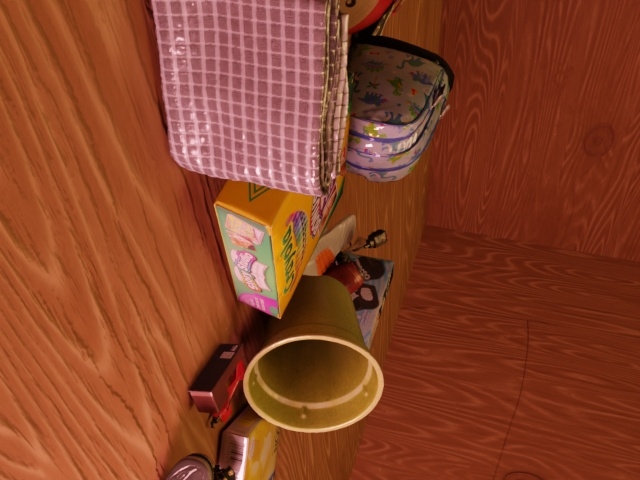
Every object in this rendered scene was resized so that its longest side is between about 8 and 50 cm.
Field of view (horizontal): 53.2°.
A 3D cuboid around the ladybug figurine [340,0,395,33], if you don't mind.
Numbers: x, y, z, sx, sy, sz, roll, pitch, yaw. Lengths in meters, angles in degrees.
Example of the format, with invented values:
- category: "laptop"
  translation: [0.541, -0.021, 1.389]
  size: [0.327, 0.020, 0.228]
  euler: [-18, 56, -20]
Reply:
- category: "ladybug figurine"
  translation: [0.088, -0.586, 1.331]
  size: [0.449, 0.162, 0.305]
  euler: [-61, 156, -51]

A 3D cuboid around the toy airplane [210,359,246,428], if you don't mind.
- category: "toy airplane"
  translation: [-0.176, 0.291, 1.227]
  size: [0.151, 0.028, 0.151]
  euler: [10, 90, -74]

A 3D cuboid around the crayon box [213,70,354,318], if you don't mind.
- category: "crayon box"
  translation: [-0.052, -0.075, 1.123]
  size: [0.363, 0.106, 0.313]
  euler: [91, 21, -62]

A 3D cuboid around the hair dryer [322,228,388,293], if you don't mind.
- category: "hair dryer"
  translation: [0.037, 0.088, 1.626]
  size: [0.293, 0.223, 0.080]
  euler: [-44, 107, -33]

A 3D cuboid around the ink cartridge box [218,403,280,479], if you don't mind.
- category: "ink cartridge box"
  translation: [-0.143, 0.494, 1.423]
  size: [0.307, 0.072, 0.303]
  euler: [-30, 129, -68]

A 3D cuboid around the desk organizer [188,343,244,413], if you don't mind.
- category: "desk organizer"
  translation: [-0.177, 0.242, 1.133]
  size: [0.130, 0.047, 0.050]
  euler: [-58, 139, -54]

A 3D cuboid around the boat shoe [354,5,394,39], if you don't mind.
- category: "boat shoe"
  translation: [0.144, -0.607, 1.678]
  size: [0.068, 0.081, 0.228]
  euler: [37, 67, -78]

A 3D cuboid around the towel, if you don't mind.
- category: "towel"
  translation: [-0.087, -0.206, 0.820]
  size: [0.121, 0.235, 0.284]
  euler: [-54, 151, -50]

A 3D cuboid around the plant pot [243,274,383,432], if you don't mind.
- category: "plant pot"
  translation: [-0.014, 0.215, 1.351]
  size: [0.254, 0.276, 0.276]
  euler: [-90, 180, -55]

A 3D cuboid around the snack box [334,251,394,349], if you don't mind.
- category: "snack box"
  translation: [0.076, 0.171, 1.770]
  size: [0.060, 0.187, 0.322]
  euler: [85, 21, -45]

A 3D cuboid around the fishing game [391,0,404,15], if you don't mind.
- category: "fishing game"
  translation: [0.173, -0.592, 1.254]
  size: [0.264, 0.041, 0.189]
  euler: [85, 25, -42]

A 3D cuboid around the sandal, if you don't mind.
- category: "sandal"
  translation: [0.001, 0.009, 1.576]
  size: [0.265, 0.076, 0.102]
  euler: [-40, 137, -49]

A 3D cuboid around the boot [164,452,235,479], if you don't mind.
- category: "boot"
  translation: [-0.206, 0.433, 1.114]
  size: [0.178, 0.085, 0.236]
  euler: [-47, 151, -67]

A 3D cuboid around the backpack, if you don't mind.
- category: "backpack"
  translation: [0.152, -0.312, 1.521]
  size: [0.273, 0.290, 0.355]
  euler: [91, 20, -74]
